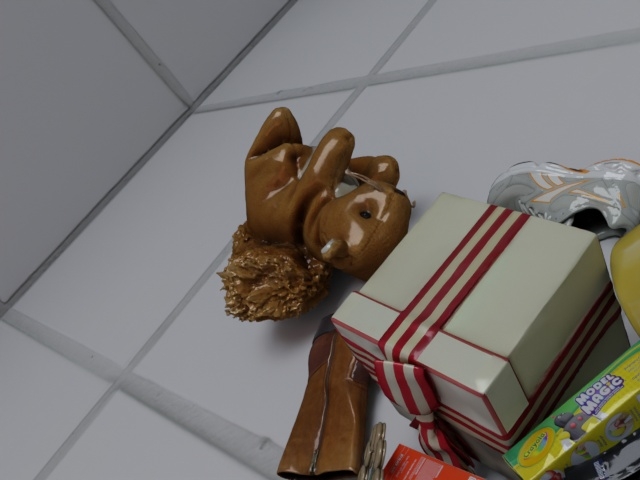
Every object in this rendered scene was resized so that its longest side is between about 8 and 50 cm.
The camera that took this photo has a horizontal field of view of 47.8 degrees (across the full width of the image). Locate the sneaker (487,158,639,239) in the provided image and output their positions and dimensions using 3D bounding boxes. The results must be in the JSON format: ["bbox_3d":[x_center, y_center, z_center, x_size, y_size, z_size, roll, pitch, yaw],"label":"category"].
[{"bbox_3d":[0.352,-0.048,1.073,0.262,0.099,0.121,-3,50,49],"label":"sneaker"}]

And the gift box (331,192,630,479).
[{"bbox_3d":[0.179,0.126,0.875,0.276,0.255,0.258,16,59,50],"label":"gift box"}]

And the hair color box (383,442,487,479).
[{"bbox_3d":[0.157,0.297,0.818,0.167,0.093,0.053,5,52,53],"label":"hair color box"}]

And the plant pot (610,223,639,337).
[{"bbox_3d":[0.448,0.021,0.735,0.239,0.254,0.254,-37,24,41],"label":"plant pot"}]

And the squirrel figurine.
[{"bbox_3d":[0.000,0.000,1.308,0.397,0.281,0.370,-52,39,7],"label":"squirrel figurine"}]

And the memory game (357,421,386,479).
[{"bbox_3d":[0.054,0.311,0.870,0.012,0.186,0.186,12,42,0],"label":"memory game"}]

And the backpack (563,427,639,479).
[{"bbox_3d":[0.326,0.245,0.669,0.182,0.115,0.152,-44,44,-1],"label":"backpack"}]

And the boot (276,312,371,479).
[{"bbox_3d":[0.062,0.205,1.055,0.264,0.096,0.280,-19,36,33],"label":"boot"}]

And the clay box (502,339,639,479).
[{"bbox_3d":[0.287,0.216,0.743,0.222,0.127,0.053,-39,28,0],"label":"clay box"}]
